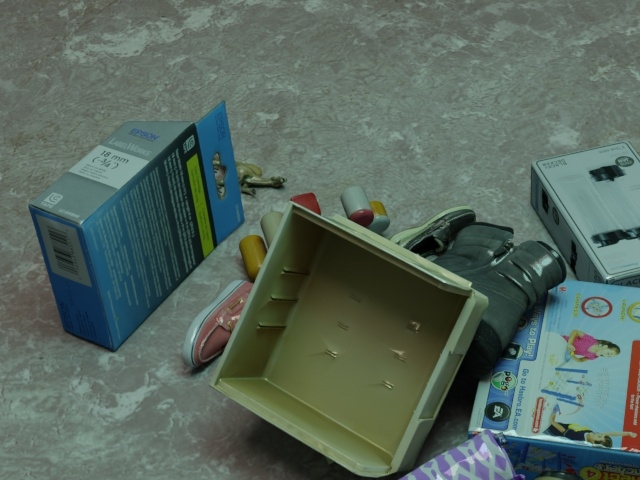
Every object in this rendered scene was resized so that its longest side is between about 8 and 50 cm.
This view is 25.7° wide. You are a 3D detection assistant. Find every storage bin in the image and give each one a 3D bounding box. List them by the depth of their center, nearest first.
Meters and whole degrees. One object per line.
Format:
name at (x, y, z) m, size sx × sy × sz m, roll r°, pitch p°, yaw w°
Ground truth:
storage bin at (0.038, 0.127, 1.774) m, size 0.260 × 0.262 × 0.123 m, roll 28°, pitch 8°, yaw 27°

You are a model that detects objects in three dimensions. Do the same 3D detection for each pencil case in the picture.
pencil case at (0.147, 0.313, 1.707) m, size 0.206 × 0.086 × 0.088 m, roll -30°, pitch 53°, yaw -3°

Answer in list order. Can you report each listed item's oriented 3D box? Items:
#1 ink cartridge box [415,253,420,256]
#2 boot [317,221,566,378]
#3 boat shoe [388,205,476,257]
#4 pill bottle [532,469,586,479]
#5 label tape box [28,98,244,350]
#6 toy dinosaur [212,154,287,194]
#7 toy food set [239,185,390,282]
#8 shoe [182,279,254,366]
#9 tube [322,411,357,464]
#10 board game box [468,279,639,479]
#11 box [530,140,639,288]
ink cartridge box at (0.126, 0.091, 2.015) m, size 0.099 × 0.056 × 0.135 m, roll -18°, pitch 43°, yaw -15°
boot at (0.147, 0.052, 1.926) m, size 0.338 × 0.118 × 0.222 m, roll 23°, pitch 50°, yaw 26°
boat shoe at (0.174, -0.003, 2.126) m, size 0.152 × 0.056 × 0.049 m, roll -26°, pitch 49°, yaw -9°
pill bottle at (0.243, 0.379, 1.620) m, size 0.123 × 0.122 × 0.219 m, roll 24°, pitch 49°, yaw 30°
label tape box at (-0.262, -0.038, 2.068) m, size 0.106 × 0.240 × 0.333 m, roll 18°, pitch 45°, yaw 27°
toy dinosaur at (-0.143, -0.114, 2.300) m, size 0.183 × 0.053 × 0.093 m, roll 31°, pitch 36°, yaw 25°
toy food set at (0.000, 0.000, 2.099) m, size 0.232 × 0.111 × 0.104 m, roll -12°, pitch 53°, yaw -10°
shoe at (-0.122, 0.121, 2.000) m, size 0.081 × 0.063 × 0.178 m, roll 11°, pitch 39°, yaw 25°
tube at (0.017, 0.194, 1.909) m, size 0.062 × 0.070 × 0.240 m, roll 16°, pitch 34°, yaw -35°
board game box at (0.367, 0.188, 1.855) m, size 0.302 × 0.086 × 0.308 m, roll 7°, pitch 42°, yaw 13°
box at (0.440, -0.019, 2.086) m, size 0.169 × 0.087 × 0.290 m, roll -14°, pitch 41°, yaw -10°
